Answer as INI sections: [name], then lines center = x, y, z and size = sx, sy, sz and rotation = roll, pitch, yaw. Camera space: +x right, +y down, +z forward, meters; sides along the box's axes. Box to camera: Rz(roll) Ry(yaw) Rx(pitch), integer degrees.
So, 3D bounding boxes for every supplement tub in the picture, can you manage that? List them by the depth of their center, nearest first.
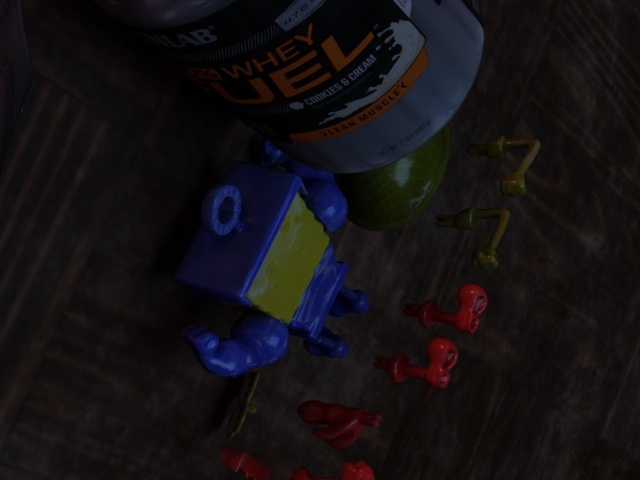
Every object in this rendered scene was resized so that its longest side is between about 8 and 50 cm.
[supplement tub]
center = -0.035, -0.186, 0.871
size = 0.316, 0.194, 0.193
rotation = 35, 75, -52

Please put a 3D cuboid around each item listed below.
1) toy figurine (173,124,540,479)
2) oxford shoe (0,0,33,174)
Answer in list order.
[toy figurine]
center = 0.000, 0.000, 1.009
size = 0.217, 0.191, 0.362
rotation = 43, 67, -46
[oxford shoe]
center = -0.209, -0.059, 0.776
size = 0.098, 0.097, 0.271
rotation = -18, 117, -56
